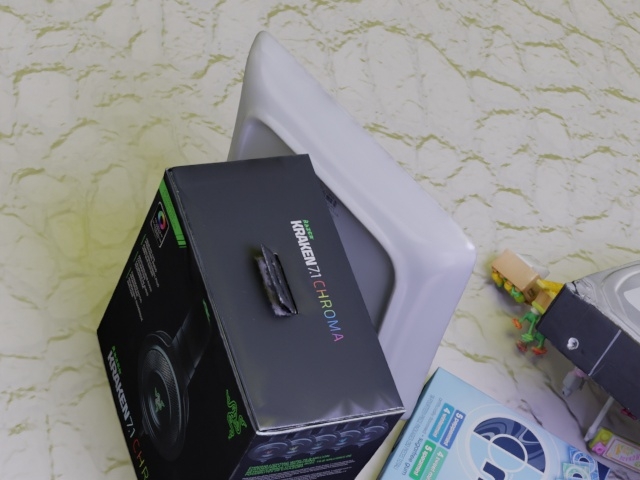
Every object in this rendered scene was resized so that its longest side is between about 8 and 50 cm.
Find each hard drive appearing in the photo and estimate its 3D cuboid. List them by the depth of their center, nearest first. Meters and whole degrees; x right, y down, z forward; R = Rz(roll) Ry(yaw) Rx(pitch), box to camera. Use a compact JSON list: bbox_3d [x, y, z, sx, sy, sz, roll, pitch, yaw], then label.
[{"bbox_3d":[0.375,0.145,1.692,0.339,0.064,0.237,43,27,22],"label":"hard drive"}]

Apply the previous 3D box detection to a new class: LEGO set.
[{"bbox_3d":[0.264,0.128,1.822,0.287,0.107,0.132,31,17,7],"label":"LEGO set"}]

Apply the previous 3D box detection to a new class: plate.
[{"bbox_3d":[0.000,0.000,1.655,0.045,0.278,0.277,-30,66,-30],"label":"plate"}]

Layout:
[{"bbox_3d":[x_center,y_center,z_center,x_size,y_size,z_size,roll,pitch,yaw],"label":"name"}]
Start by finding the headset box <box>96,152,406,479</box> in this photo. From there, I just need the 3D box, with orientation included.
[{"bbox_3d":[-0.063,0.099,1.573,0.131,0.283,0.246,-7,61,-25],"label":"headset box"}]

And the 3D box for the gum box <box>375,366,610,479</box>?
[{"bbox_3d":[0.150,0.223,1.725,0.184,0.041,0.157,32,52,0],"label":"gum box"}]
